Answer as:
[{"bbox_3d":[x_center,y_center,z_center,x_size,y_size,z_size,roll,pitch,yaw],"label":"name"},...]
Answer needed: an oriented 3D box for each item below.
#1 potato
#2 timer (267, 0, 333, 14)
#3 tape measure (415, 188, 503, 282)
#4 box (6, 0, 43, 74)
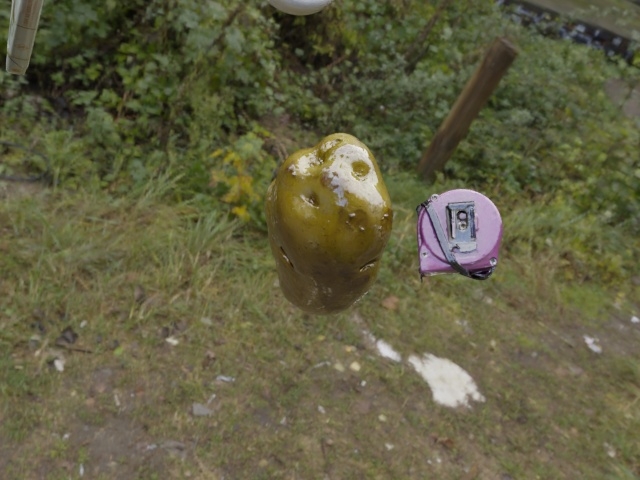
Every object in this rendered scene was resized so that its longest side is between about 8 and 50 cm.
[{"bbox_3d":[0.000,0.000,1.015,0.195,0.369,0.177,17,55,2],"label":"potato"},{"bbox_3d":[-0.034,-0.483,1.002,0.237,0.262,0.087,40,-9,-18],"label":"timer"},{"bbox_3d":[0.187,-0.006,0.909,0.118,0.125,0.074,-6,-9,9],"label":"tape measure"},{"bbox_3d":[-0.369,-0.310,0.846,0.032,0.220,0.122,6,76,-28],"label":"box"}]
